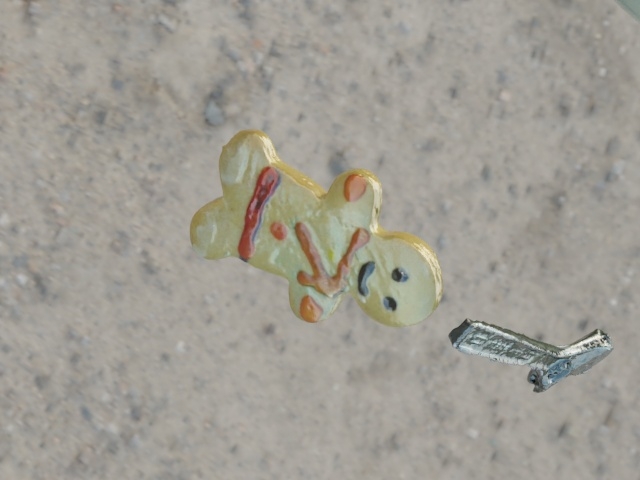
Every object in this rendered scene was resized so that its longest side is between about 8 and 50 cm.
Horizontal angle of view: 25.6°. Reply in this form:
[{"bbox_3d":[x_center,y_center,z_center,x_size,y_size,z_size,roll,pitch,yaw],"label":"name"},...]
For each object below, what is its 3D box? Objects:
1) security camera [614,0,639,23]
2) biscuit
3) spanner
[{"bbox_3d":[0.188,-0.129,0.374,0.191,0.277,0.197,79,23,-52],"label":"security camera"},{"bbox_3d":[0.000,0.000,1.225,0.030,0.234,0.153,-38,154,-58],"label":"biscuit"},{"bbox_3d":[0.199,0.103,1.320,0.093,0.026,0.325,-39,154,18],"label":"spanner"}]
